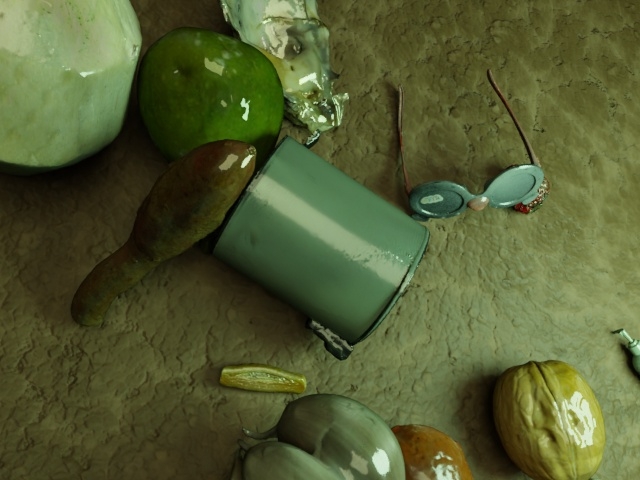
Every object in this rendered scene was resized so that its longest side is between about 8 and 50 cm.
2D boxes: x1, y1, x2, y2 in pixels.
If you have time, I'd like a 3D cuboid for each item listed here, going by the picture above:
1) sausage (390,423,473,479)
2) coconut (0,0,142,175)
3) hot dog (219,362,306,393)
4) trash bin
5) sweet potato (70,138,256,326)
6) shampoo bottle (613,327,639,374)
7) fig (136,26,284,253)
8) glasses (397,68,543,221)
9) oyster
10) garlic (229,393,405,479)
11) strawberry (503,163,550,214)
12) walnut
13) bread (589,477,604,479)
[{"bbox_3d":[0.160,0.406,0.907,0.141,0.153,0.267,-7,77,-26],"label":"sausage"},{"bbox_3d":[-0.420,-0.250,0.863,0.353,0.352,0.352,4,75,-13],"label":"coconut"},{"bbox_3d":[-0.089,0.215,0.963,0.137,0.028,0.044,7,100,-9],"label":"hot dog"},{"bbox_3d":[0.000,0.000,0.941,0.263,0.217,0.277,32,85,-3],"label":"trash bin"},{"bbox_3d":[-0.227,-0.017,0.874,0.385,0.109,0.109,-40,87,23],"label":"sweet potato"},{"bbox_3d":[0.610,0.238,1.115,0.056,0.056,0.195,-39,88,-20],"label":"shampoo bottle"},{"bbox_3d":[-0.189,-0.170,0.959,0.233,0.233,0.314,25,114,-6],"label":"fig"},{"bbox_3d":[0.257,-0.171,1.113,0.234,0.118,0.268,-10,57,7],"label":"glasses"},{"bbox_3d":[-0.071,-0.342,1.073,0.275,0.100,0.270,16,77,-22],"label":"oyster"},{"bbox_3d":[-0.006,0.343,0.850,0.292,0.237,0.210,42,50,18],"label":"garlic"},{"bbox_3d":[0.377,-0.098,1.137,0.083,0.083,0.096,-25,74,-19],"label":"strawberry"},{"bbox_3d":[0.367,0.291,0.989,0.165,0.165,0.197,-16,80,-17],"label":"walnut"},{"bbox_3d":[0.496,0.467,0.977,0.141,0.148,0.133,23,90,-6],"label":"bread"}]
